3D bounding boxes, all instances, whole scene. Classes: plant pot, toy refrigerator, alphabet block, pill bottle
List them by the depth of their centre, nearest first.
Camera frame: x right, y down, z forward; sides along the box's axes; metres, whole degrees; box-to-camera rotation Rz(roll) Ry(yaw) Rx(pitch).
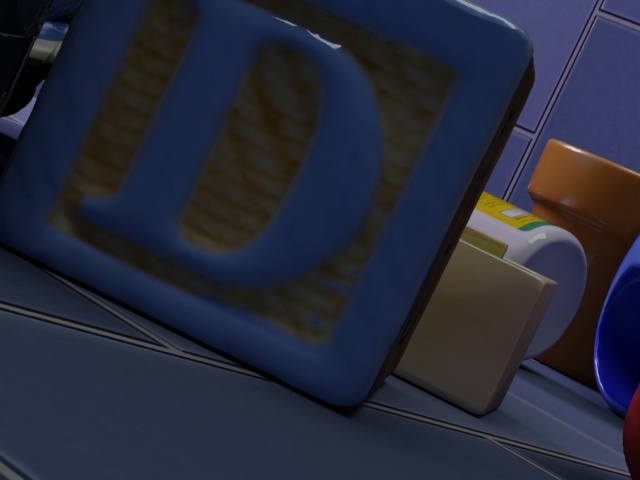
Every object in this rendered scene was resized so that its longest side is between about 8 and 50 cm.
[{"bbox_3d":[-0.019,-0.047,0.893,0.193,0.192,0.197,28,5,6],"label":"alphabet block"},{"bbox_3d":[0.000,0.000,1.086,0.269,0.094,0.102,27,3,12],"label":"toy refrigerator"},{"bbox_3d":[0.107,0.010,1.525,0.208,0.118,0.117,28,4,40],"label":"pill bottle"},{"bbox_3d":[0.263,0.033,1.689,0.205,0.188,0.205,25,4,-2],"label":"plant pot"}]

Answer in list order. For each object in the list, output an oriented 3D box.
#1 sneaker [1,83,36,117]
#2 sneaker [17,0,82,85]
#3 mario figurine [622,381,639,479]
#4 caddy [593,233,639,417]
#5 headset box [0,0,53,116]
[{"bbox_3d":[-0.308,-0.158,1.369,0.211,0.080,0.081,26,6,-19],"label":"sneaker"},{"bbox_3d":[-0.133,-0.167,1.119,0.330,0.147,0.130,3,-1,-22],"label":"sneaker"},{"bbox_3d":[0.302,0.112,0.980,0.320,0.170,0.198,24,5,-43],"label":"mario figurine"},{"bbox_3d":[0.343,0.061,1.433,0.179,0.241,0.341,29,2,-20],"label":"caddy"},{"bbox_3d":[-0.177,-0.138,0.854,0.110,0.218,0.293,24,4,-14],"label":"headset box"}]
